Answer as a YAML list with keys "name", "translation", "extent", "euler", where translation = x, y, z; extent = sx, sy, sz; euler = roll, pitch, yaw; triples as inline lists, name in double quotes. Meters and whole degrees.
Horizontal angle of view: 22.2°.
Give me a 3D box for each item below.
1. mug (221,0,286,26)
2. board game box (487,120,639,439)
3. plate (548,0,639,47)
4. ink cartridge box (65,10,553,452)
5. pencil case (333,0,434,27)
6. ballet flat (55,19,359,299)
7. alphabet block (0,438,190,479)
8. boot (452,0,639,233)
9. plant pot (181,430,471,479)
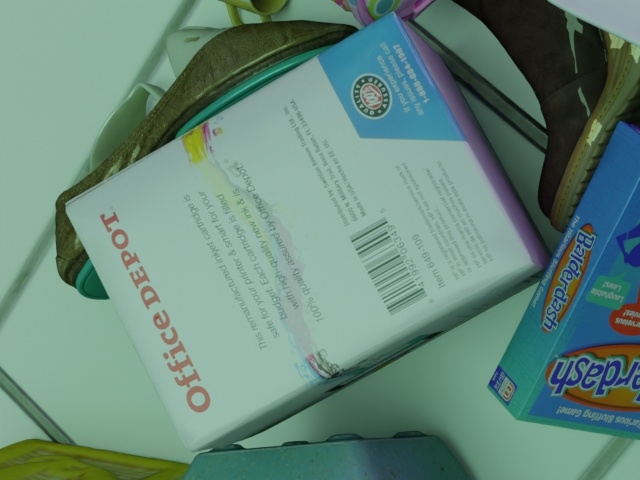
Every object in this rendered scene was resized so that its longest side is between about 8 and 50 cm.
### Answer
- name: "mug"
  translation: [-0.066, -0.206, 1.302]
  extent: [0.064, 0.062, 0.078]
  euler: [14, 96, 34]
- name: "board game box"
  translation: [0.228, 0.036, 1.119]
  extent: [0.047, 0.160, 0.210]
  euler: [50, 123, 52]
- name: "plate"
  translation: [0.309, -0.220, 1.008]
  extent: [0.277, 0.045, 0.278]
  euler: [32, 108, 22]
- name: "ink cartridge box"
  translation: [0.000, 0.000, 1.176]
  extent: [0.270, 0.197, 0.198]
  euler: [-29, 82, 11]
- name: "pencil case"
  translation: [-0.021, -0.262, 1.212]
  extent: [0.284, 0.124, 0.124]
  euler: [36, 112, 35]
- name: "ballet flat"
  translation: [-0.110, -0.093, 1.326]
  extent: [0.342, 0.116, 0.124]
  euler: [-44, 57, 29]
- name: "alphabet block"
  translation: [-0.229, 0.292, 1.380]
  extent: [0.193, 0.192, 0.197]
  euler: [5, 100, 26]
- name: "boot"
  translation: [0.159, -0.151, 1.190]
  extent: [0.207, 0.090, 0.248]
  euler: [30, 111, 35]
- name: "plant pot"
  translation: [0.007, 0.274, 1.228]
  extent: [0.248, 0.247, 0.252]
  euler: [-9, 81, 29]
